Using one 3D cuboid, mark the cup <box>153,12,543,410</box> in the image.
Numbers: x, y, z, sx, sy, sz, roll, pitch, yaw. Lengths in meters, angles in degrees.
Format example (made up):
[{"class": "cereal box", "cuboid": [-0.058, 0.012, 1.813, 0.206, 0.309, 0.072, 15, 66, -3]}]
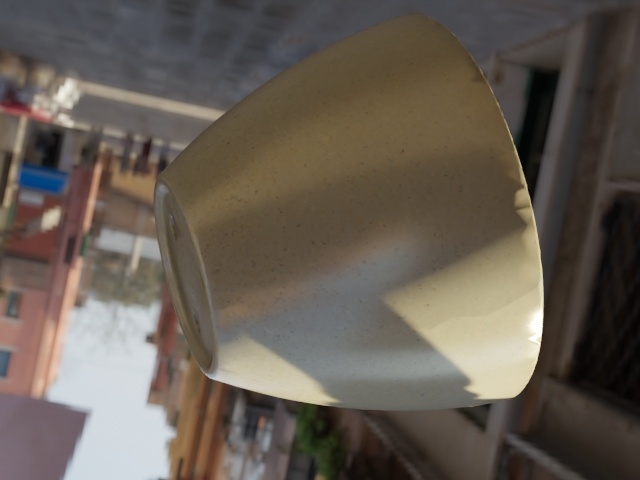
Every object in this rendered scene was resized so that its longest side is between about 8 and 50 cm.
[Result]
[{"class": "cup", "cuboid": [0.000, 0.000, 1.182, 0.237, 0.331, 0.331, -14, -171, -16]}]
